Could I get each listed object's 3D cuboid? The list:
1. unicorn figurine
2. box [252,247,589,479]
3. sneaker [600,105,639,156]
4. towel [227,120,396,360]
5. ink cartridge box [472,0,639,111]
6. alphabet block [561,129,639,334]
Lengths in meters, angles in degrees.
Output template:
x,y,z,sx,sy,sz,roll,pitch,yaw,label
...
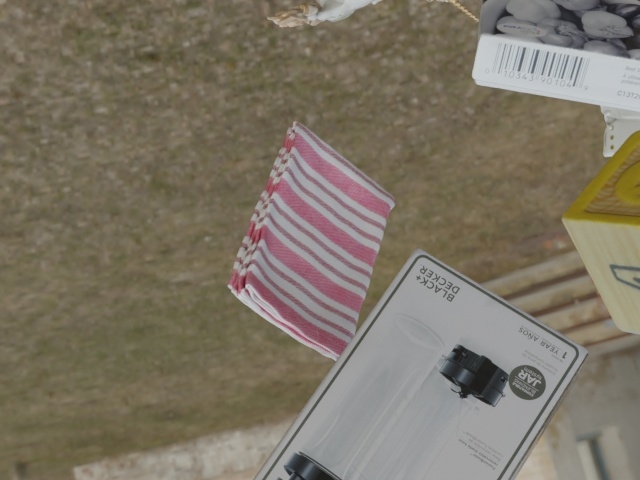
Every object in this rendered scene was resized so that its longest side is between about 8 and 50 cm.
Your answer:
x,y,z,sx,sy,sz,roll,pitch,yaw,label
0.040,-0.219,0.928,0.162,0.060,0.111,1,-179,38,unicorn figurine
0.067,0.173,0.864,0.290,0.169,0.087,-55,163,-14,box
0.463,-0.223,1.726,0.292,0.169,0.108,29,-161,30,sneaker
0.000,0.000,1.020,0.144,0.197,0.029,36,148,-29,towel
0.217,-0.166,0.776,0.206,0.208,0.045,9,130,3,ink cartridge box
0.453,-0.006,1.325,0.192,0.197,0.193,-46,-151,-27,alphabet block
